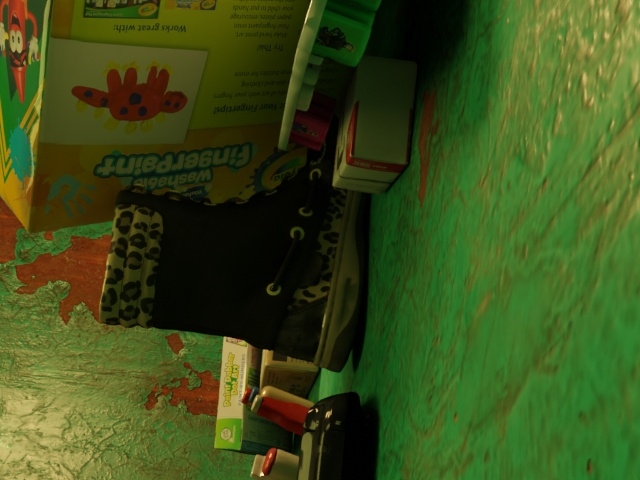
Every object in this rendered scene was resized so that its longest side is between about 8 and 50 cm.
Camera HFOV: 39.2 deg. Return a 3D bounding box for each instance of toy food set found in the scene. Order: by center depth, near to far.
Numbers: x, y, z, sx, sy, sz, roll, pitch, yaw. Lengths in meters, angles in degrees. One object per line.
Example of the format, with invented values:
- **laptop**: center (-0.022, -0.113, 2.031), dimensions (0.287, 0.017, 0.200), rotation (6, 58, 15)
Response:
- **toy food set**: center (-0.072, 0.286, 1.287), dimensions (0.232, 0.104, 0.111), rotation (-76, 10, -56)

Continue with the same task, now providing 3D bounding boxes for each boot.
- **boot**: center (-0.092, -0.026, 1.066), dimensions (0.138, 0.284, 0.377), rotation (103, 172, -52)

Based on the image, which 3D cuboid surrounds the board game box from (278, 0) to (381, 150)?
- **board game box**: center (0.048, -0.295, 0.827), dimensions (0.390, 0.050, 0.390), rotation (135, 152, -83)

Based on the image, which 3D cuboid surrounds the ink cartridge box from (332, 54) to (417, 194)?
- **ink cartridge box**: center (0.050, -0.107, 0.868), dimensions (0.135, 0.056, 0.099), rotation (124, 152, -79)

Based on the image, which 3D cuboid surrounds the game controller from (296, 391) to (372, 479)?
- **game controller**: center (0.008, 0.301, 0.818), dimensions (0.166, 0.067, 0.319), rotation (66, -151, -70)

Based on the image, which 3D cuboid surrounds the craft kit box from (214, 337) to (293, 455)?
- **craft kit box**: center (-0.109, 0.264, 1.632), dimensions (0.250, 0.061, 0.247), rotation (44, -130, -65)

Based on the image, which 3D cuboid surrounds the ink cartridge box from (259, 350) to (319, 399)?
- **ink cartridge box**: center (-0.047, 0.146, 1.489), dimensions (0.235, 0.088, 0.193), rotation (105, 170, -67)

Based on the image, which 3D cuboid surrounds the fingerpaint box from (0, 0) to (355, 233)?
- **fingerpaint box**: center (-0.166, -0.229, 1.116), dimensions (0.163, 0.444, 0.371), rotation (41, 128, 37)
